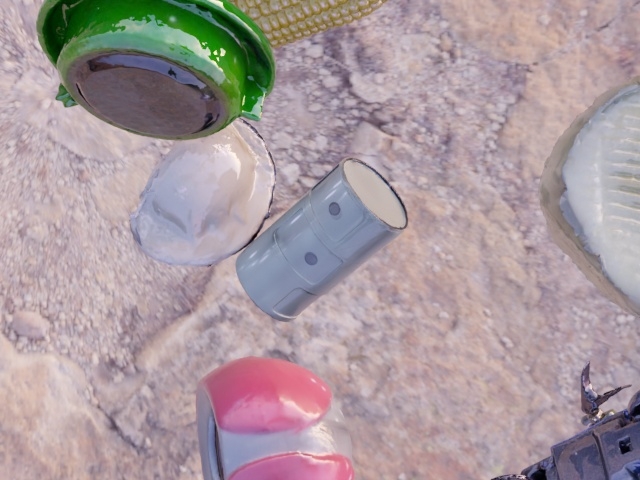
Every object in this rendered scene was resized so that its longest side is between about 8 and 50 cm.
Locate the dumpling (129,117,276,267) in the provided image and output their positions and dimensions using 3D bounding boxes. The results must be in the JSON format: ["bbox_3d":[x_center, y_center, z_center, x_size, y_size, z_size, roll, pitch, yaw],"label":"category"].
[{"bbox_3d":[-0.156,-0.060,1.242,0.172,0.142,0.247,41,70,-7],"label":"dumpling"}]

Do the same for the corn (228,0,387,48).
[{"bbox_3d":[-0.052,-0.305,1.101,0.347,0.130,0.130,-19,106,16],"label":"corn"}]

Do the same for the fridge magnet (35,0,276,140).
[{"bbox_3d":[-0.142,-0.155,0.763,0.208,0.208,0.088,16,65,-18],"label":"fridge magnet"}]

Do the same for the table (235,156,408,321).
[{"bbox_3d":[0.000,0.000,1.210,0.126,0.126,0.220,40,118,-19],"label":"table"}]

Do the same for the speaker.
[{"bbox_3d":[-0.087,0.316,1.353,0.294,0.294,0.294,-3,100,-16],"label":"speaker"}]

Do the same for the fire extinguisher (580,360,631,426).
[{"bbox_3d":[0.485,0.315,1.238,0.102,0.138,0.344,-33,71,-34],"label":"fire extinguisher"}]

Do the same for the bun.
[{"bbox_3d":[0.350,-0.042,0.867,0.260,0.152,0.259,0,86,3],"label":"bun"}]

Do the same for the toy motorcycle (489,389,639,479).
[{"bbox_3d":[0.369,0.293,1.036,0.359,0.125,0.213,-32,122,27],"label":"toy motorcycle"}]
